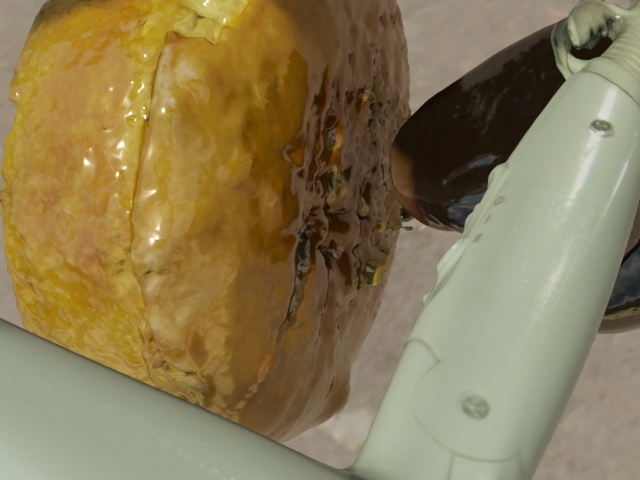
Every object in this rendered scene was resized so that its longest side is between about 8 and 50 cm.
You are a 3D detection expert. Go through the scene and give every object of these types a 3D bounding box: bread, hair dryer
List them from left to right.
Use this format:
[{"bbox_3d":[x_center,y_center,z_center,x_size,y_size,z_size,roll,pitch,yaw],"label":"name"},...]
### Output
[{"bbox_3d":[-0.050,-0.026,0.932,0.146,0.268,0.268,7,110,24],"label":"bread"},{"bbox_3d":[0.000,0.000,0.384,0.206,0.237,0.075,32,146,14],"label":"hair dryer"}]

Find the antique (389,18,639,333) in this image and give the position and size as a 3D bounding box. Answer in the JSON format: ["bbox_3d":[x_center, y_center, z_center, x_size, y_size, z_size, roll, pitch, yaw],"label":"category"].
[{"bbox_3d":[0.176,-0.039,0.862,0.257,0.121,0.143,-26,130,23],"label":"antique"}]
